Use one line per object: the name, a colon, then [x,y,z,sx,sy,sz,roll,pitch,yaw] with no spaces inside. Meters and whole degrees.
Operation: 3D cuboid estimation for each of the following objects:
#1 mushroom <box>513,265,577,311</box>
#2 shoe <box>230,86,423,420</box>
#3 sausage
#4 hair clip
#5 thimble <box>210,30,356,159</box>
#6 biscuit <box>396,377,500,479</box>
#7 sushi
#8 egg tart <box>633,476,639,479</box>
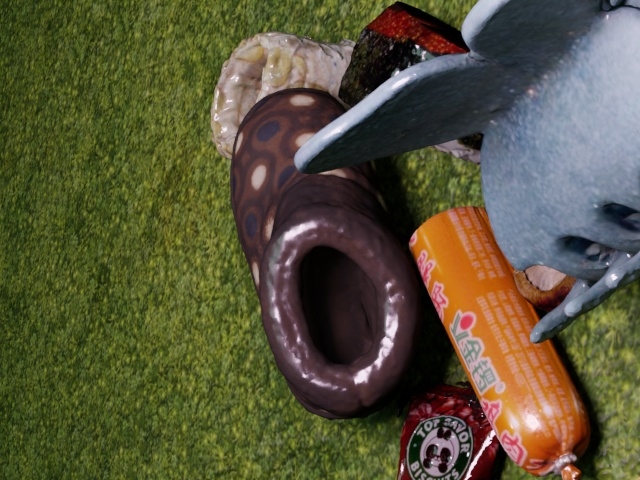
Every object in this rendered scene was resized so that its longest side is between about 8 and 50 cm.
mushroom: [0.231,0.008,1.351,0.123,0.052,0.123,-34,49,50]
shoe: [0.000,0.000,1.519,0.237,0.171,0.384,101,159,-78]
sausage: [0.178,0.106,1.377,0.093,0.093,0.312,-56,41,36]
hair clip: [0.236,-0.097,1.145,0.238,0.392,0.318,58,145,9]
thimble: [-0.035,-0.173,1.725,0.190,0.143,0.137,-51,43,40]
biscuit: [0.126,0.254,1.461,0.151,0.063,0.235,7,85,47]
sushi: [0.111,-0.163,1.500,0.126,0.136,0.225,-64,31,13]
egg tart: [0.296,0.301,1.140,0.241,0.106,0.241,-16,70,53]
